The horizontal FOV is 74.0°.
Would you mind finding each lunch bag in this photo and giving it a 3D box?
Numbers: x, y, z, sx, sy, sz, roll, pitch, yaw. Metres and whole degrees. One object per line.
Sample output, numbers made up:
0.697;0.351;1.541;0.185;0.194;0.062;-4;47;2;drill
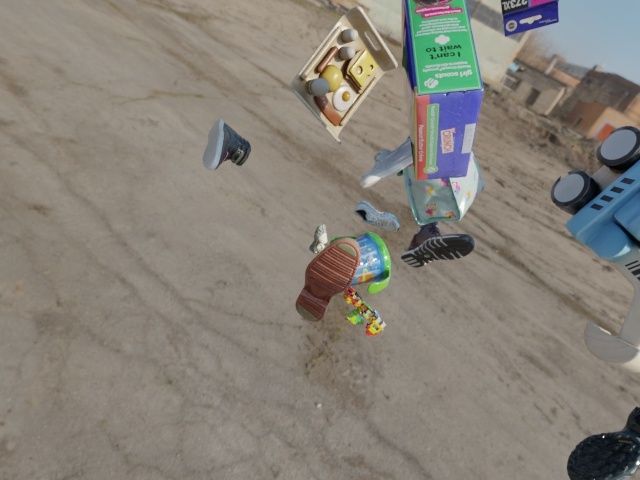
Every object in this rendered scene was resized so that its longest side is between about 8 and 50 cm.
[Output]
0.325;-0.206;1.171;0.223;0.160;0.263;-41;114;-43;lunch bag

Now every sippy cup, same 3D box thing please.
0.150;0.101;1.862;0.223;0.240;0.305;-15;7;-25;sippy cup

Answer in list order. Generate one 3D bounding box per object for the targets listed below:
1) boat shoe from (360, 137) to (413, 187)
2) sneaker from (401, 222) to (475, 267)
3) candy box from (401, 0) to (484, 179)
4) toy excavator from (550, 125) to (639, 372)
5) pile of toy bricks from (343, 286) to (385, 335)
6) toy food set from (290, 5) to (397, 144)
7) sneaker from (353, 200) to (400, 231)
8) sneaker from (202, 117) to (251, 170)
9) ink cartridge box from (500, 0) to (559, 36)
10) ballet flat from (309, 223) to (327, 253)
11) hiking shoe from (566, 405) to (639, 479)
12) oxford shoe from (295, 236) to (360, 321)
0.159;-0.185;0.994;0.184;0.066;0.063;-32;89;-14;boat shoe
0.394;-0.016;1.420;0.106;0.281;0.163;39;57;-23;sneaker
0.233;-0.325;0.865;0.122;0.268;0.318;-6;65;9;candy box
0.736;0.015;0.997;0.222;0.433;0.446;24;32;-23;toy excavator
0.146;0.288;1.680;0.212;0.105;0.118;45;6;-18;pile of toy bricks
0.077;-0.466;1.220;0.219;0.306;0.092;40;-5;-37;toy food set
0.205;-0.078;1.599;0.190;0.072;0.083;28;34;16;sneaker
-0.302;-0.296;1.419;0.146;0.104;0.296;33;26;-28;sneaker
0.670;-0.868;1.375;0.175;0.371;0.069;-5;38;27;ink cartridge box
0.000;0.000;1.171;0.041;0.114;0.041;9;52;-12;ballet flat
0.748;0.530;1.041;0.132;0.303;0.113;65;-6;-25;hiking shoe
0.029;0.104;1.373;0.140;0.397;0.147;34;45;1;oxford shoe
